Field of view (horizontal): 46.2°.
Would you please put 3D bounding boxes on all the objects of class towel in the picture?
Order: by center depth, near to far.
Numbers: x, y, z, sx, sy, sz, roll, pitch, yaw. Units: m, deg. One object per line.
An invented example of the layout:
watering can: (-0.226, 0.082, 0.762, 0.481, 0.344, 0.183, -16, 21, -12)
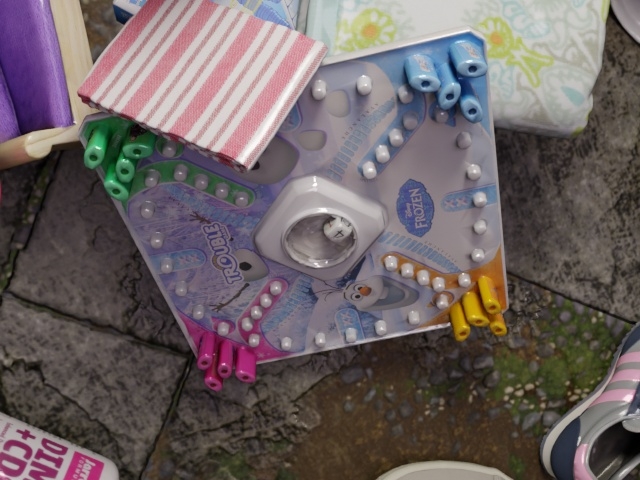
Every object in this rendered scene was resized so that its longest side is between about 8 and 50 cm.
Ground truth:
towel: (-0.107, -0.149, 0.675, 0.197, 0.029, 0.144, 25, 71, 19)
towel: (0.146, -0.308, 0.745, 0.320, 0.090, 0.375, 7, 95, -12)

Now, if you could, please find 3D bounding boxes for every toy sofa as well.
toy sofa: (-0.336, -0.258, 0.767, 0.177, 0.150, 0.363, -17, 100, -40)

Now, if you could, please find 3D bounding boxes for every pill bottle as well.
pill bottle: (-0.332, 0.301, 0.854, 0.283, 0.160, 0.160, 28, 90, -14)

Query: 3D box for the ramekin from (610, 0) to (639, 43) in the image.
ramekin: (0.483, -0.326, 0.939, 0.207, 0.207, 0.109, 40, 78, -13)

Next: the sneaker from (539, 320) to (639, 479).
sneaker: (0.444, 0.222, 1.021, 0.112, 0.131, 0.319, 39, 87, -12)

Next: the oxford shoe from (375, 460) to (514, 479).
oxford shoe: (0.266, 0.420, 1.008, 0.449, 0.130, 0.169, 24, 92, -12)

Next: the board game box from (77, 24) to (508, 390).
board game box: (0.000, 0.000, 0.798, 0.390, 0.050, 0.390, -12, 132, 6)

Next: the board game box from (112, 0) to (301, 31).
board game box: (-0.014, -0.303, 0.801, 0.302, 0.086, 0.308, 26, 90, -13)
